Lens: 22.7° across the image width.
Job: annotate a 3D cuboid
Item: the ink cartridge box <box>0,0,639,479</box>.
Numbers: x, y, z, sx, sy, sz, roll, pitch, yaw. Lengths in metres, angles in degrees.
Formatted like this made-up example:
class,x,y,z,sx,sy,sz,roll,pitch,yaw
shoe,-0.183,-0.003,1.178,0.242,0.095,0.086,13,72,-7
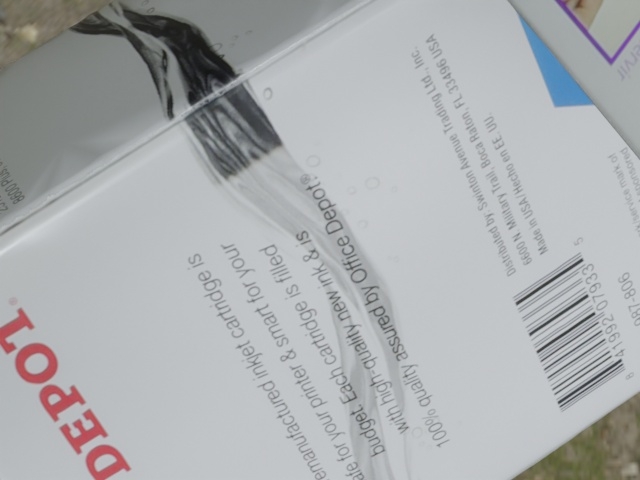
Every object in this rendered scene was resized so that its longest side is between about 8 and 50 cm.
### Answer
class,x,y,z,sx,sy,sz,roll,pitch,yaw
ink cartridge box,0.000,0.000,0.804,0.395,0.166,0.285,-33,124,-8

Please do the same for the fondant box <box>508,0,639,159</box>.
class,x,y,z,sx,sy,sz,roll,pitch,yaw
fondant box,0.163,-0.102,0.336,0.096,0.330,0.238,6,131,-41
